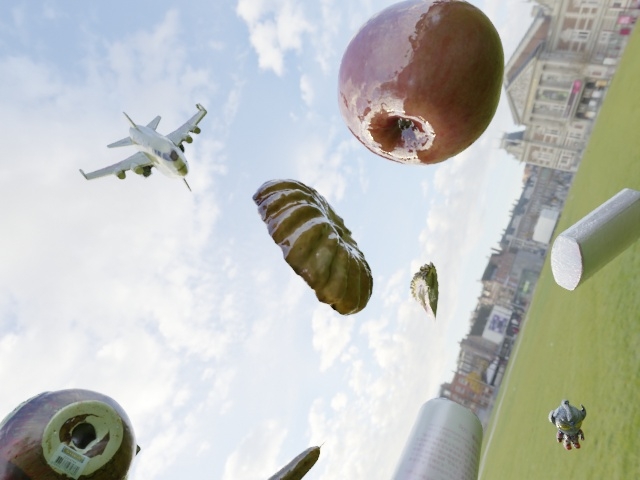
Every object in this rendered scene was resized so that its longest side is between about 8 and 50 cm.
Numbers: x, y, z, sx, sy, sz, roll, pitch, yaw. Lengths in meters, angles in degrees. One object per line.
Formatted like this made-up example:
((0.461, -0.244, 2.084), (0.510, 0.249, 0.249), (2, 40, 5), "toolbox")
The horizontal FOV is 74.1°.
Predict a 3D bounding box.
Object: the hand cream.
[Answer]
((0.179, 0.431, 0.693), (0.359, 0.185, 0.118), (-50, -17, -46), "hand cream")

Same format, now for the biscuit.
((0.000, 0.000, 0.852), (0.107, 0.326, 0.325), (-39, -24, 12), "biscuit")

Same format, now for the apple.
((0.089, -0.140, 0.396), (0.153, 0.153, 0.120), (64, -144, -55), "apple")

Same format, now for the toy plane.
((-0.264, -0.145, 0.685), (0.229, 0.244, 0.092), (-38, -41, -18), "toy plane")

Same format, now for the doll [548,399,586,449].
((0.774, 0.572, 1.323), (0.062, 0.104, 0.195), (-48, -54, -55), "doll")

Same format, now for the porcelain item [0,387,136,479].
((-0.480, 0.404, 0.768), (0.253, 0.252, 0.253), (-41, -39, -45), "porcelain item")

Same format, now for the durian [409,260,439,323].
((0.330, 0.171, 1.342), (0.140, 0.078, 0.224), (-50, -46, -58), "durian")

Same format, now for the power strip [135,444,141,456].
((-0.473, 0.501, 0.996), (0.028, 0.168, 0.076), (52, -125, -17), "power strip")

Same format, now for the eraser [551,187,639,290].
((0.746, -0.003, 1.134), (0.270, 0.094, 0.174), (-31, -55, -17), "eraser")

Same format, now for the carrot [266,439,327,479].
((-0.094, 0.554, 0.957), (0.298, 0.078, 0.078), (-37, -39, -22), "carrot")
